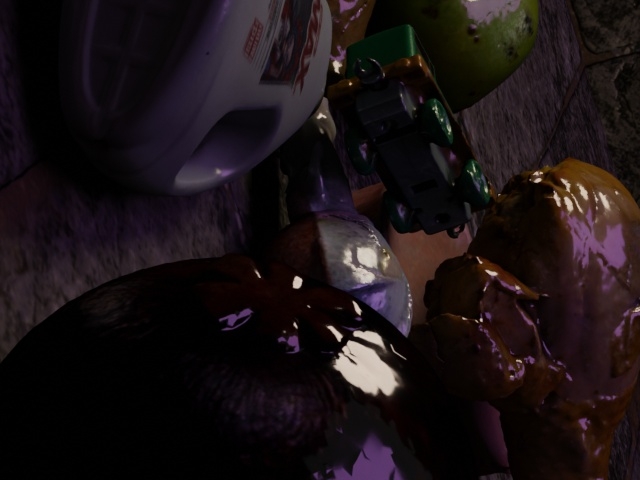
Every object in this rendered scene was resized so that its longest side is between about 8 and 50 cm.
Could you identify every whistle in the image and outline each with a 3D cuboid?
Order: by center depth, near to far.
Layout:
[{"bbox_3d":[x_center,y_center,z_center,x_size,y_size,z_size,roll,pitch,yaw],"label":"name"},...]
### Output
[{"bbox_3d":[-0.001,0.000,1.610,0.142,0.133,0.346,49,23,-48],"label":"whistle"}]

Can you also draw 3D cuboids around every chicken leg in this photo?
[{"bbox_3d":[0.182,0.127,1.670,0.295,0.182,0.409,1,90,-49],"label":"chicken leg"}]

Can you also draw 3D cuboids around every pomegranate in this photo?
[{"bbox_3d":[0.103,-0.248,1.985,0.302,0.236,0.236,-176,-110,-74],"label":"pomegranate"}]

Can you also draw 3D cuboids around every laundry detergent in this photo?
[{"bbox_3d":[-0.075,-0.145,1.429,0.398,0.124,0.264,37,67,-75],"label":"laundry detergent"}]

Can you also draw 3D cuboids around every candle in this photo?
[{"bbox_3d":[0.078,0.118,1.744,0.317,0.131,0.287,59,30,-19],"label":"candle"}]

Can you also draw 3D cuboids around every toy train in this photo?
[{"bbox_3d":[0.082,-0.096,1.632,0.136,0.091,0.228,-93,157,-43],"label":"toy train"}]

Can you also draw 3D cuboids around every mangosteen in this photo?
[{"bbox_3d":[-0.061,0.180,1.063,0.307,0.307,0.347,-64,168,-63],"label":"mangosteen"}]

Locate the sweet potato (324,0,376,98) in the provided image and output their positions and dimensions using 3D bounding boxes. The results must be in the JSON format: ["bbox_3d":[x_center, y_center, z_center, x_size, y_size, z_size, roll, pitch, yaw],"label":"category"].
[{"bbox_3d":[-0.014,-0.286,1.736,0.158,0.157,0.370,54,36,-50],"label":"sweet potato"}]
